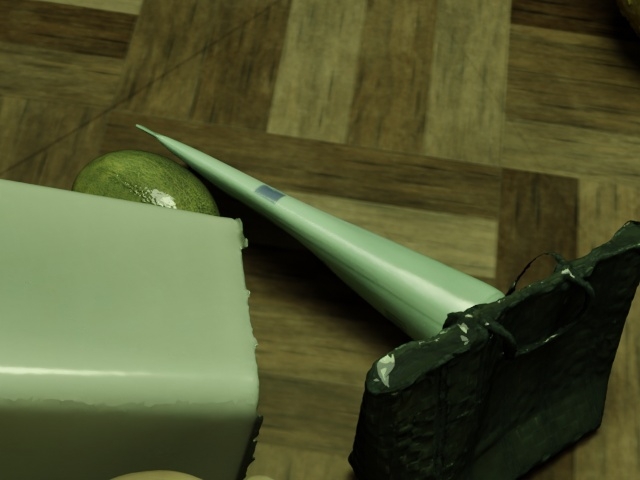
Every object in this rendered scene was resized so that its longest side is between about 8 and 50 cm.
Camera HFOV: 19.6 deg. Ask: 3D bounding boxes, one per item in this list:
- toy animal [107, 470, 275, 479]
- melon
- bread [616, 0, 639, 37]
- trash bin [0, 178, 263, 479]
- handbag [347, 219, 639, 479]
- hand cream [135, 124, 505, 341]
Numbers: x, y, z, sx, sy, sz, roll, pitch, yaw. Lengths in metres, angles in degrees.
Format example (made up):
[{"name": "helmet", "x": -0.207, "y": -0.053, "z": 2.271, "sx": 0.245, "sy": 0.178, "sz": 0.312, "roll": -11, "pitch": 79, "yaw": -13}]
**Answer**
[{"name": "toy animal", "x": -0.124, "y": 0.312, "z": 1.010, "sx": 0.247, "sy": 0.277, "sz": 0.345, "roll": 41, "pitch": 56, "yaw": -7}, {"name": "melon", "x": -0.133, "y": -0.018, "z": 1.408, "sx": 0.131, "sy": 0.098, "sz": 0.098, "roll": 32, "pitch": 49, "yaw": 24}, {"name": "bread", "x": 0.401, "y": -0.238, "z": 1.665, "sx": 0.306, "sy": 0.158, "sz": 0.305, "roll": 4, "pitch": 48, "yaw": -4}, {"name": "trash bin", "x": -0.233, "y": 0.100, "z": 1.190, "sx": 0.368, "sy": 0.255, "sz": 0.296, "roll": 5, "pitch": 42, "yaw": -15}, {"name": "handbag", "x": 0.122, "y": 0.090, "z": 1.278, "sx": 0.270, "sy": 0.175, "sz": 0.089, "roll": -28, "pitch": 55, "yaw": -33}, {"name": "hand cream", "x": 0.000, "y": 0.000, "z": 1.417, "sx": 0.321, "sy": 0.109, "sz": 0.067, "roll": 30, "pitch": 90, "yaw": 23}]
